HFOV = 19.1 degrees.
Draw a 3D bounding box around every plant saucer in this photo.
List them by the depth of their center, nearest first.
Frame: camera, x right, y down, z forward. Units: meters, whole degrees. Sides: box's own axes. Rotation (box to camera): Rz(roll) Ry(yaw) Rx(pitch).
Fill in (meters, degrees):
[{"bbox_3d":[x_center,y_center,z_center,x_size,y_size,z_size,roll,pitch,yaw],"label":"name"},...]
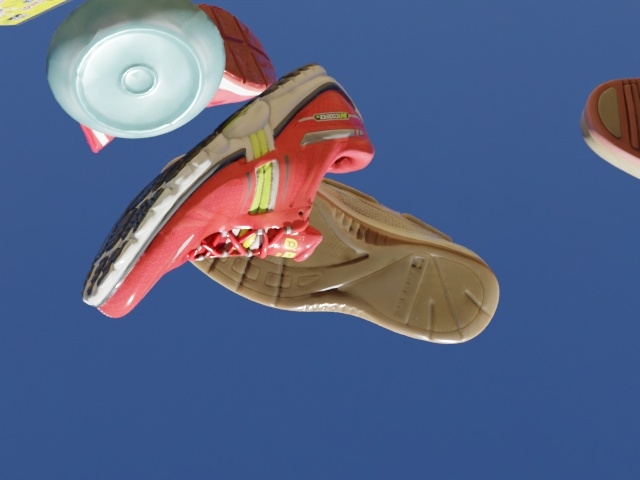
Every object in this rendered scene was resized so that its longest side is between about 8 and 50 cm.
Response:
[{"bbox_3d":[-0.121,-0.111,1.257,0.119,0.119,0.021,-7,-140,-6],"label":"plant saucer"}]

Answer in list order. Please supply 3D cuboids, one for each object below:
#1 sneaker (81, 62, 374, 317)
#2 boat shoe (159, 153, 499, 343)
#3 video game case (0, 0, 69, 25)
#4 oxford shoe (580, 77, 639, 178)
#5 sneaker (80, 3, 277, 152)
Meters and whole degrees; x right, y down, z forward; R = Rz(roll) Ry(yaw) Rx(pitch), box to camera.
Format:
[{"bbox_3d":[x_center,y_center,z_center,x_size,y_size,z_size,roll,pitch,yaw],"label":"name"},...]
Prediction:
[{"bbox_3d":[-0.057,-0.024,1.411,0.279,0.107,0.118,-42,-84,-31],"label":"sneaker"},{"bbox_3d":[0.000,0.000,1.574,0.302,0.109,0.098,18,-166,-16],"label":"boat shoe"},{"bbox_3d":[-0.283,-0.221,1.538,0.248,0.035,0.275,-6,175,-40],"label":"video game case"},{"bbox_3d":[0.381,-0.061,1.880,0.348,0.130,0.123,18,-122,-27],"label":"oxford shoe"},{"bbox_3d":[-0.140,-0.137,1.634,0.221,0.128,0.087,4,-122,-58],"label":"sneaker"}]
